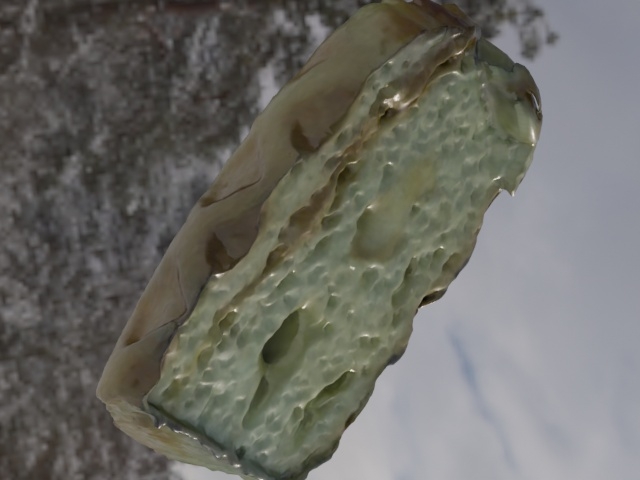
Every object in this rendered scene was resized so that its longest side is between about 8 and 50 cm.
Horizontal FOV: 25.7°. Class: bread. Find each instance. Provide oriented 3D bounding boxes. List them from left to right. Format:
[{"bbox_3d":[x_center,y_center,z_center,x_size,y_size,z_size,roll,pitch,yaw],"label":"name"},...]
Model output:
[{"bbox_3d":[0.000,0.000,0.611,0.088,0.232,0.128,24,-17,49],"label":"bread"}]
